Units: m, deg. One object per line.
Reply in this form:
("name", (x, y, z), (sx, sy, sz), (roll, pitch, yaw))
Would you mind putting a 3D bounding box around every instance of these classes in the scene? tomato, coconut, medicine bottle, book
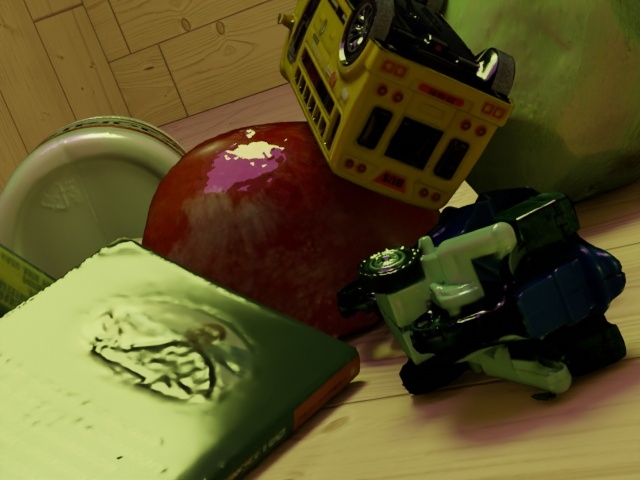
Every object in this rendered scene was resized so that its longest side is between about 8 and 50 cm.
("tomato", (-0.042, -0.030, 1.223), (0.309, 0.170, 0.309), (-13, 42, 12))
("coconut", (0.234, -0.168, 1.324), (0.281, 0.328, 0.328), (18, 30, 22))
("medicine bottle", (-0.256, -0.019, 1.558), (0.252, 0.252, 0.241), (-23, 11, -4))
("book", (-0.176, 0.131, 0.982), (0.260, 0.043, 0.371), (24, 37, 27))

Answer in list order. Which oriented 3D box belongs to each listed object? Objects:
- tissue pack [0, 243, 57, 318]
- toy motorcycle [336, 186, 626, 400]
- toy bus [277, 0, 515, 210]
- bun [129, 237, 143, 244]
("tissue pack", (-0.302, 0.094, 1.201), (0.185, 0.257, 0.081), (-15, 56, 27))
("toy motorcycle", (0.126, 0.028, 1.006), (0.196, 0.125, 0.331), (-25, 8, -10))
("toy bus", (0.048, -0.164, 1.165), (0.145, 0.151, 0.331), (19, 22, -20))
("bun", (-0.188, 0.075, 1.381), (0.183, 0.102, 0.183), (-18, 34, 13))
